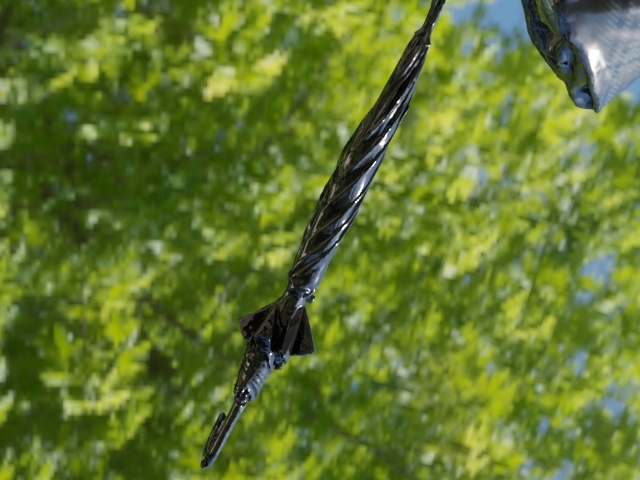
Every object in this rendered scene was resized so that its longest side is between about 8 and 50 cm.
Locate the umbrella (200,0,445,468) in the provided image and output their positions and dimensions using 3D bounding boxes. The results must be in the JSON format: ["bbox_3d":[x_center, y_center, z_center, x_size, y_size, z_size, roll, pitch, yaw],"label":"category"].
[{"bbox_3d":[0.000,0.002,0.470,0.022,0.149,0.022,24,-156,-7],"label":"umbrella"}]

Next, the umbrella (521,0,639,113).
[{"bbox_3d":[0.159,-0.125,0.564,0.224,0.080,0.071,-25,-124,-2],"label":"umbrella"}]
